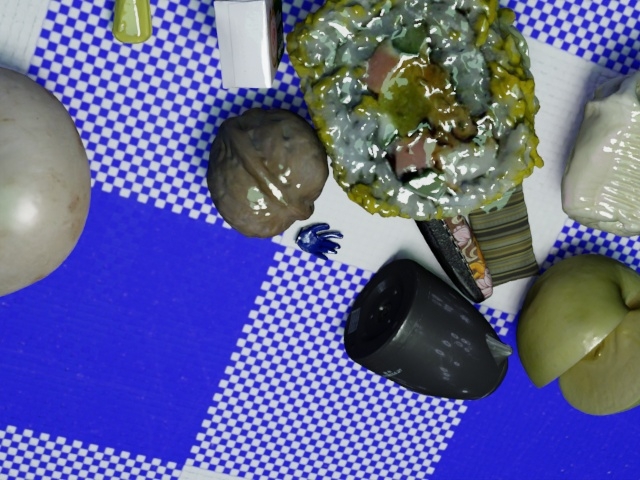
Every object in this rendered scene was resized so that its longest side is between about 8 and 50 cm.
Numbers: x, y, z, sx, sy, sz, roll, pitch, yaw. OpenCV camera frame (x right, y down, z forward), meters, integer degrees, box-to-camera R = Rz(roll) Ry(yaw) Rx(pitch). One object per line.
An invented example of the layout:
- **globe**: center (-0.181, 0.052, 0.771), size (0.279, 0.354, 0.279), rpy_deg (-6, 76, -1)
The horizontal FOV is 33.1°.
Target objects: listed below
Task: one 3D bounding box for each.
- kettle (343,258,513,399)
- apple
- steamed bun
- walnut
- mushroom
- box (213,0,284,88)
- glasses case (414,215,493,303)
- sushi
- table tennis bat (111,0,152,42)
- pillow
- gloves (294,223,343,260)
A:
- **kettle**: center (0.197, 0.197, 1.978), size (0.290, 0.207, 0.268), rpy_deg (31, 143, -24)
- **apple**: center (0.500, 0.175, 1.969), size (0.292, 0.292, 0.254), rpy_deg (22, 132, -20)
- **steamed bun**: center (0.600, -0.158, 1.846), size (0.339, 0.247, 0.352), rpy_deg (16, 121, -1)
- **walnut**: center (-0.086, -0.112, 1.747), size (0.224, 0.224, 0.224), rpy_deg (-4, 116, -9)
- **mushroom**: center (-0.524, -0.091, 1.667), size (0.362, 0.294, 0.362), rpy_deg (1, 93, 9)
- **box**: center (-0.105, -0.325, 1.648), size (0.081, 0.199, 0.135), rpy_deg (0, 117, 7)
- **glasses case**: center (0.219, -0.023, 1.904), size (0.082, 0.122, 0.321), rpy_deg (-29, 117, 5)
- **sushi**: center (0.162, -0.229, 1.662), size (0.351, 0.240, 0.396), rpy_deg (-20, 97, 9)
- **table tennis bat**: center (-0.285, -0.479, 1.625), size (0.224, 0.054, 0.368), rpy_deg (2, 111, -11)
- **pillow**: center (0.335, -0.009, 1.982), size (0.113, 0.038, 0.203), rpy_deg (-16, 117, 0)
- **gloves**: center (0.000, 0.000, 1.925), size (0.086, 0.026, 0.064), rpy_deg (24, 106, -20)
